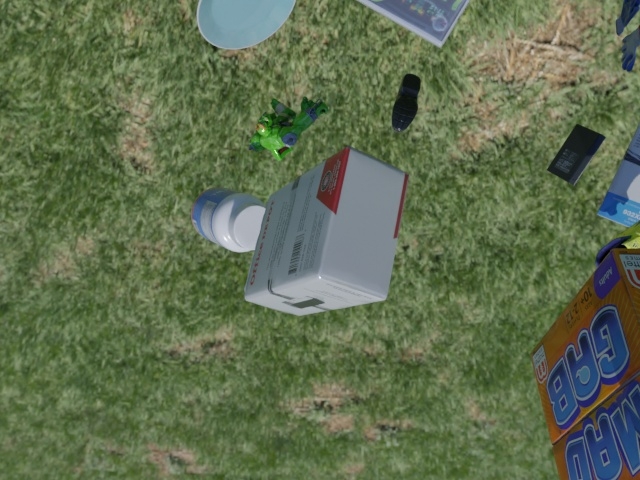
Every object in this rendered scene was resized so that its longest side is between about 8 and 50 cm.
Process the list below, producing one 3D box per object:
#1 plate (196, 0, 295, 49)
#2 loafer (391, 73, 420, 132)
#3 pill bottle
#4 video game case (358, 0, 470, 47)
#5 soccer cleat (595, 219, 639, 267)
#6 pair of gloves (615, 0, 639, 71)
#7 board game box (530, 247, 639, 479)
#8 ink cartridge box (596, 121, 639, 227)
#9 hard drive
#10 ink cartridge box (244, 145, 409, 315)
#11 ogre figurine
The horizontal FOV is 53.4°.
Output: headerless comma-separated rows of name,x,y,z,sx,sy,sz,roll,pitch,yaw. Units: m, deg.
plate,-0.128,-0.410,1.094,0.188,0.024,0.188,-26,157,-12
loafer,0.213,-0.337,1.602,0.062,0.170,0.061,21,156,-2
pill bottle,-0.181,-0.043,1.340,0.124,0.124,0.222,28,175,-32
video game case,0.152,-0.422,0.985,0.190,0.022,0.173,32,99,7
soccer cleat,0.767,-0.013,1.485,0.121,0.093,0.289,-13,153,-41
pair of gloves,0.763,-0.523,1.560,0.023,0.198,0.159,0,167,7
board game box,0.586,0.256,0.965,0.357,0.356,0.356,1,145,-4
ink cartridge box,0.900,-0.188,1.733,0.223,0.129,0.307,-3,117,-54
hard drive,0.627,-0.213,1.566,0.022,0.094,0.135,20,108,-28
ink cartridge box,0.000,0.000,0.980,0.114,0.196,0.273,21,160,-24
ogre figurine,-0.078,-0.237,1.335,0.197,0.118,0.096,15,149,32
